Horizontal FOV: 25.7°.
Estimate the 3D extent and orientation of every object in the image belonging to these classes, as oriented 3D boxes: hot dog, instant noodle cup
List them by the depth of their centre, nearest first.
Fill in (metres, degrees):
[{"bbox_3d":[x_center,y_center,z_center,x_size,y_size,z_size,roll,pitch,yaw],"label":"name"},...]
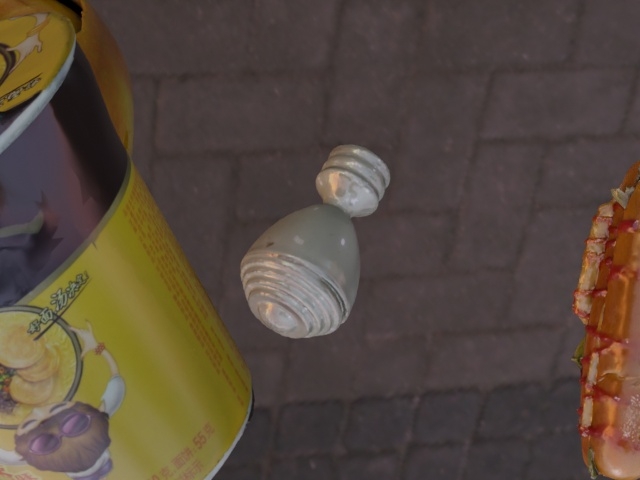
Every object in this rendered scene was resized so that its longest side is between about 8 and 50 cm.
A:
[{"bbox_3d":[-0.157,0.031,0.738,0.215,0.215,0.236,-31,118,2],"label":"instant noodle cup"},{"bbox_3d":[0.231,0.055,1.066,0.076,0.104,0.250,6,92,-1],"label":"hot dog"}]

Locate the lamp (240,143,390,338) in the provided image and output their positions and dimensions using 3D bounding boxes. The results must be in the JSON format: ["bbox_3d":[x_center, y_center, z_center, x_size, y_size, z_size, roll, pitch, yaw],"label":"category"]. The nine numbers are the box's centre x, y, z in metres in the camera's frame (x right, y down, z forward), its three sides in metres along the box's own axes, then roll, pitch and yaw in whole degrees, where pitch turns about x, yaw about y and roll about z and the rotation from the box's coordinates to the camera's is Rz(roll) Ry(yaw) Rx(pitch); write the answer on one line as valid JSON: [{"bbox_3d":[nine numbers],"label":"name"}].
[{"bbox_3d":[0.000,0.000,1.244,0.106,0.106,0.193,53,53,-38],"label":"lamp"}]

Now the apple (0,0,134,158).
[{"bbox_3d":[-0.238,-0.079,0.928,0.237,0.237,0.207,10,109,-26],"label":"apple"}]
